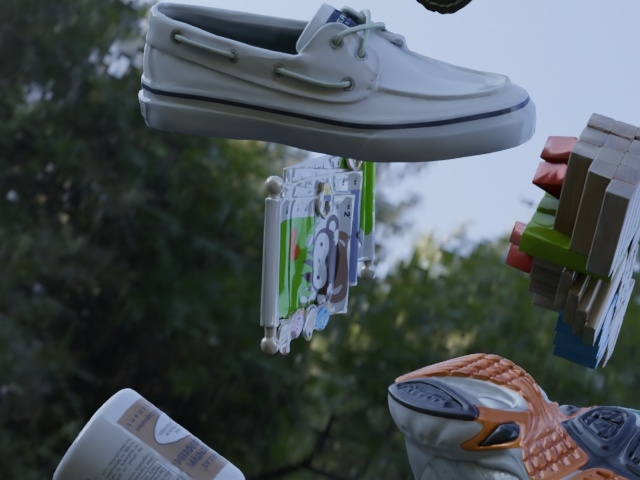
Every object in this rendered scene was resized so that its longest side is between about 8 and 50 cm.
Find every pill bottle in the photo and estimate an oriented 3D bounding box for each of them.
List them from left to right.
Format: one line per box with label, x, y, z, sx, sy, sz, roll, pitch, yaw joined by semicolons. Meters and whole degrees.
pill bottle;-0.150;0.269;2.050;0.229;0.131;0.131;36;-42;5

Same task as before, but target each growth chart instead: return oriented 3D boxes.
growth chart;0.000;0.000;1.739;0.021;0.237;0.172;4;-74;24

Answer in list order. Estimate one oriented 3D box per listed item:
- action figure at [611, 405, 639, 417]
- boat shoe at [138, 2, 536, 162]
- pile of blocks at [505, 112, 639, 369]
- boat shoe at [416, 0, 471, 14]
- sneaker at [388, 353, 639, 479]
action figure;0.309;0.177;1.701;0.232;0.063;0.137;5;-8;-36
boat shoe;0.006;-0.092;1.090;0.226;0.083;0.076;3;-68;10
pile of blocks;0.212;0.021;1.748;0.113;0.149;0.362;20;-26;14
boat shoe;0.127;-0.278;1.413;0.109;0.091;0.305;17;-50;-9
sneaker;0.143;0.159;1.168;0.262;0.099;0.121;28;-47;54
